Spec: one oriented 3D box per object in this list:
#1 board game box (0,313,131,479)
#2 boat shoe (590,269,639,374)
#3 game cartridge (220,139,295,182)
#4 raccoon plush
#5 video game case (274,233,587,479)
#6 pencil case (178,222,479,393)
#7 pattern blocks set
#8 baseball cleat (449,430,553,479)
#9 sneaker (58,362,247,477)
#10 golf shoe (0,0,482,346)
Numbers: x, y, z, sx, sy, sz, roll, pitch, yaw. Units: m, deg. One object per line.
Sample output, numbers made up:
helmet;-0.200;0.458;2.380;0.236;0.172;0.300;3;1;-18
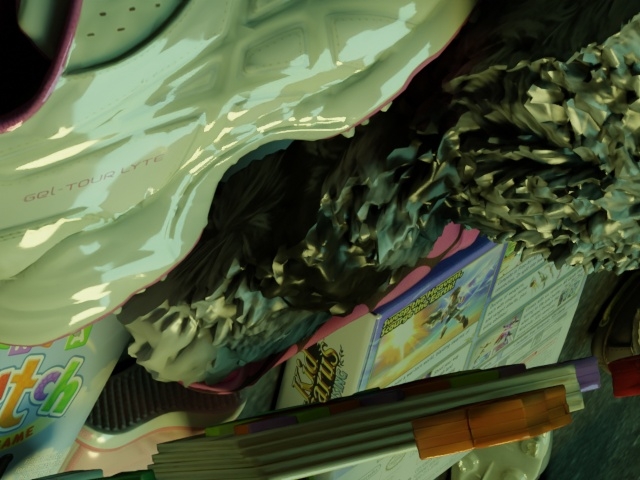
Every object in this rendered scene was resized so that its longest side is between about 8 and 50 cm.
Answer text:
board game box;-0.184;0.110;0.869;0.160;0.039;0.211;1;121;-60
boat shoe;0.354;0.018;1.610;0.324;0.096;0.117;-40;111;-34
game cartridge;0.059;-0.145;0.947;0.297;0.062;0.198;-21;144;-49
raccoon plush;0.168;-0.024;0.843;0.446;0.299;0.216;-32;-150;32
video game case;0.079;0.063;1.233;0.269;0.061;0.244;-31;148;-39
pencil case;0.000;0.000;0.991;0.209;0.095;0.098;-32;127;-42
pattern blocks set;0.021;0.085;0.876;0.325;0.026;0.285;-10;177;-36
baseball cleat;0.142;0.184;1.511;0.109;0.072;0.206;-43;161;-52
sneaker;-0.099;0.105;0.998;0.134;0.051;0.070;-11;138;-54
golf shoe;-0.046;-0.093;0.730;0.306;0.115;0.140;-41;131;-7
